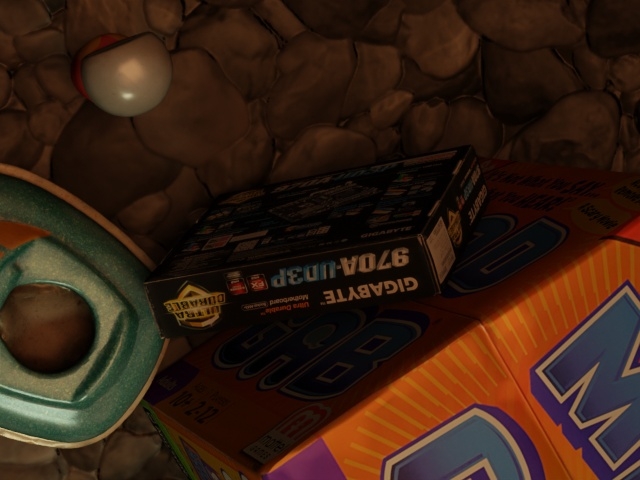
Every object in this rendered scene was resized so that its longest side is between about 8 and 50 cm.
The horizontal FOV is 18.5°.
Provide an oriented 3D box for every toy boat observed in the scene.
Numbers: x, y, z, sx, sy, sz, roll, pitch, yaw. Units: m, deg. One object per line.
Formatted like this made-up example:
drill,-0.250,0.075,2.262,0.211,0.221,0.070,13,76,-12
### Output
toy boat,-0.208,-0.013,1.455,0.267,0.148,0.318,26,87,-18

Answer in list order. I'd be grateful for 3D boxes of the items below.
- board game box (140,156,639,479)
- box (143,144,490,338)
board game box,0.135,0.185,1.474,0.356,0.356,0.356,-34,104,-13
box,0.000,0.000,1.451,0.220,0.175,0.051,-10,110,21
